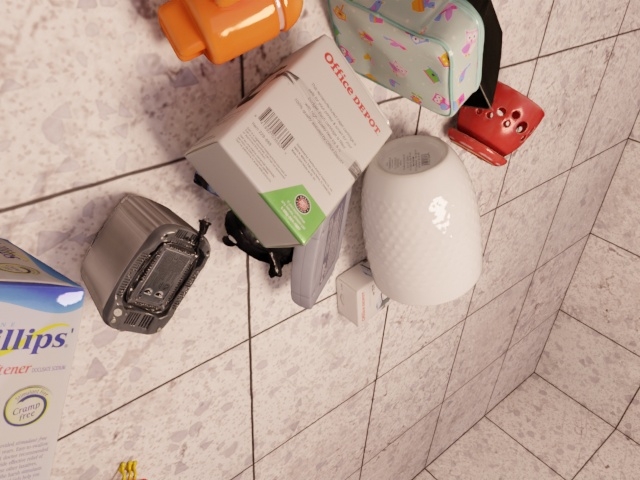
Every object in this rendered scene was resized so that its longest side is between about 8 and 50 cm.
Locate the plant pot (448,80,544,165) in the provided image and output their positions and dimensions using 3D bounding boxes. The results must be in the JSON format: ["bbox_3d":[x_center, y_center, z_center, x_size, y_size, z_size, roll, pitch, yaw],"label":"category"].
[{"bbox_3d":[0.434,-0.291,1.371,0.191,0.191,0.174,13,110,-51],"label":"plant pot"}]

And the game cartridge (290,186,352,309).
[{"bbox_3d":[0.000,0.000,1.144,0.196,0.060,0.294,-63,166,-45],"label":"game cartridge"}]

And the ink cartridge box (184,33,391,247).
[{"bbox_3d":[-0.040,-0.161,0.899,0.211,0.121,0.289,51,59,-23],"label":"ink cartridge box"}]

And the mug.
[{"bbox_3d":[0.242,-0.091,1.289,0.374,0.276,0.328,-63,147,-43],"label":"mug"}]

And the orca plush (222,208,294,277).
[{"bbox_3d":[-0.108,0.032,1.068,0.151,0.102,0.287,-11,158,-3],"label":"orca plush"}]

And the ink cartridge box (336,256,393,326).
[{"bbox_3d":[0.140,0.118,1.455,0.190,0.082,0.140,-33,138,-28],"label":"ink cartridge box"}]

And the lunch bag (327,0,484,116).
[{"bbox_3d":[0.146,-0.346,0.950,0.108,0.279,0.224,-49,153,-7],"label":"lunch bag"}]

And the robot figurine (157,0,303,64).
[{"bbox_3d":[-0.118,-0.336,0.775,0.219,0.128,0.158,-29,157,-8],"label":"robot figurine"}]

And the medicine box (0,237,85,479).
[{"bbox_3d":[-0.436,0.154,0.663,0.149,0.263,0.290,7,97,-49],"label":"medicine box"}]

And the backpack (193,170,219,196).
[{"bbox_3d":[-0.147,-0.125,0.957,0.105,0.084,0.114,27,93,-56],"label":"backpack"}]

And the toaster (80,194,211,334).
[{"bbox_3d":[-0.282,0.026,0.875,0.129,0.146,0.227,26,98,-53],"label":"toaster"}]

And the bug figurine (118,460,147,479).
[{"bbox_3d":[-0.487,0.612,1.163,0.216,0.072,0.279,17,105,-51],"label":"bug figurine"}]

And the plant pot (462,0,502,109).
[{"bbox_3d":[0.278,-0.404,1.134,0.187,0.188,0.167,34,79,-53],"label":"plant pot"}]
